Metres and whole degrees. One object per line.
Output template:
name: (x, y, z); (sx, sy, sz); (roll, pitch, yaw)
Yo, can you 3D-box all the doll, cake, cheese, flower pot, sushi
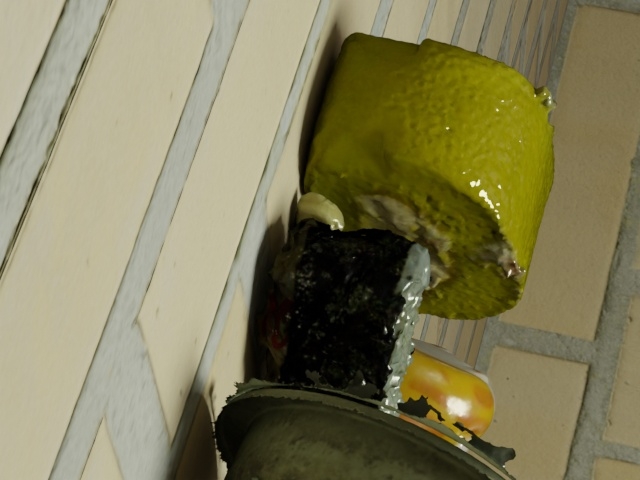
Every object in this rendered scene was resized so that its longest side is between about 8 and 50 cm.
doll: (0.062, 0.207, 1.753); (0.166, 0.162, 0.270); (-150, -117, -68)
cake: (0.089, -0.048, 1.517); (0.260, 0.179, 0.156); (83, 20, -65)
cheese: (0.000, 0.000, 1.467); (0.083, 0.044, 0.030); (95, 16, -51)
flower pot: (0.000, 0.261, 1.245); (0.259, 0.290, 0.290); (-57, 161, -28)
sushi: (0.014, 0.075, 1.435); (0.147, 0.115, 0.212); (-61, 163, -49)
